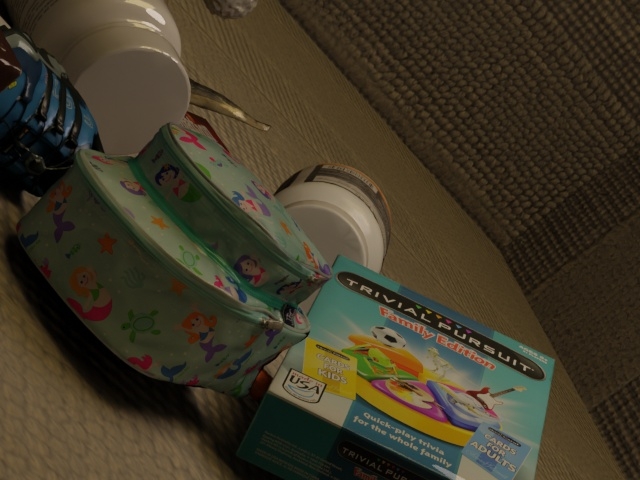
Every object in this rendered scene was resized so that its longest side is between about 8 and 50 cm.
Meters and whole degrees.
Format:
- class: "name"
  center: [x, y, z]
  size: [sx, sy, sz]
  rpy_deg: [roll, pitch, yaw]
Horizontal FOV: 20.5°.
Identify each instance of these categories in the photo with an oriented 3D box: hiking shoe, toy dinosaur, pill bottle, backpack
- class: "hiking shoe"
  center: [-0.252, -0.102, 1.527]
  size: [0.132, 0.113, 0.304]
  rpy_deg: [52, 10, 4]
- class: "toy dinosaur"
  center: [-0.189, -0.169, 2.051]
  size: [0.268, 0.064, 0.118]
  rpy_deg: [31, 51, -5]
- class: "pill bottle"
  center: [0.000, 0.000, 2.147]
  size: [0.162, 0.162, 0.278]
  rpy_deg: [51, 11, -4]
- class: "pill bottle"
  center: [-0.240, -0.226, 1.870]
  size: [0.160, 0.160, 0.283]
  rpy_deg: [42, 14, -43]
- class: "backpack"
  center: [-0.126, 0.016, 1.504]
  size: [0.225, 0.191, 0.253]
  rpy_deg: [47, 16, 21]

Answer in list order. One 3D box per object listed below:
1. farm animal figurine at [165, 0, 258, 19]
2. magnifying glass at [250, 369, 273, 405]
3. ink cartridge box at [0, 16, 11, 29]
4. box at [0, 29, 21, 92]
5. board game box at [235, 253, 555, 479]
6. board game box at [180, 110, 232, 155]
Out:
- class: "farm animal figurine"
  center: [-0.259, -0.412, 2.293]
  size: [0.172, 0.330, 0.327]
  rpy_deg: [-110, -172, -66]
- class: "magnifying glass"
  center: [-0.035, 0.166, 1.719]
  size: [0.231, 0.026, 0.092]
  rpy_deg: [46, 50, 3]
- class: "ink cartridge box"
  center: [-0.346, -0.211, 1.667]
  size: [0.122, 0.052, 0.088]
  rpy_deg: [50, 10, -17]
- class: "box"
  center: [-0.339, -0.145, 1.149]
  size: [0.168, 0.167, 0.203]
  rpy_deg: [57, 11, 24]
- class: "board game box"
  center: [0.084, 0.155, 1.691]
  size: [0.253, 0.079, 0.336]
  rpy_deg: [26, 24, 1]
- class: "board game box"
  center: [-0.161, -0.110, 2.198]
  size: [0.145, 0.027, 0.281]
  rpy_deg: [53, 10, 13]
